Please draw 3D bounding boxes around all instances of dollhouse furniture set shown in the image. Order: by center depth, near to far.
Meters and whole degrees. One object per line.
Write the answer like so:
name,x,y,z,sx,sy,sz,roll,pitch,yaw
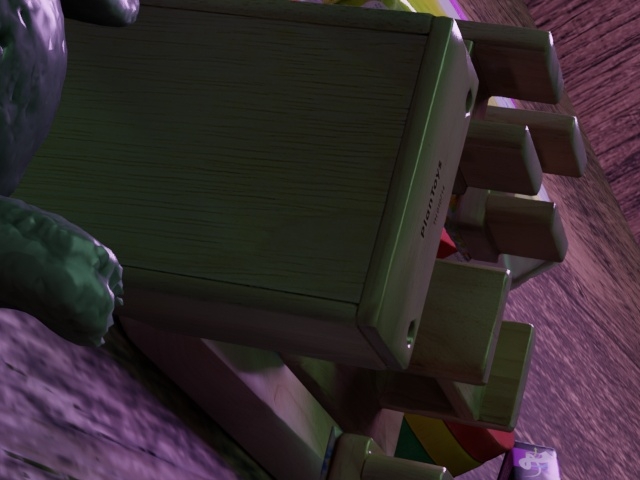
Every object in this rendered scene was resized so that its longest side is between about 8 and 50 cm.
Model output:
dollhouse furniture set,-0.018,0.011,0.621,0.242,0.161,0.212,55,47,-64

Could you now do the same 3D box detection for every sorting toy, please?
sorting toy,0.000,0.000,0.852,0.255,0.089,0.257,49,19,-41

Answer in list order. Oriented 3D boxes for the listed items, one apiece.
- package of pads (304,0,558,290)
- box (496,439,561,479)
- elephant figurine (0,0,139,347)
package of pads,0.061,-0.120,1.259,0.296,0.101,0.229,51,18,-37
box,0.087,0.182,0.809,0.162,0.029,0.116,-85,-171,-67
elephant figurine,-0.131,-0.078,0.454,0.239,0.169,0.186,-130,-140,-85
